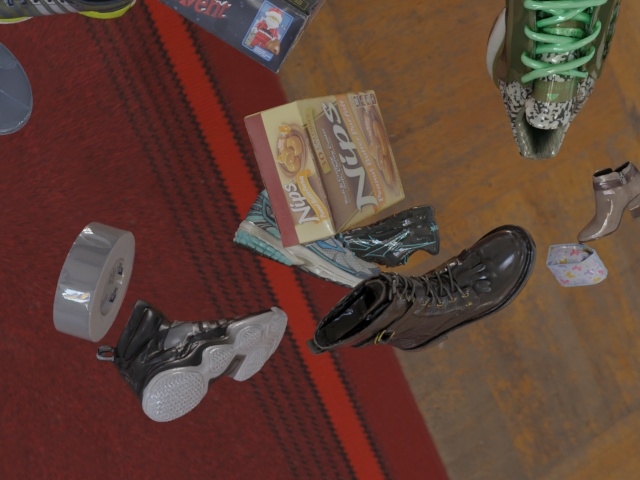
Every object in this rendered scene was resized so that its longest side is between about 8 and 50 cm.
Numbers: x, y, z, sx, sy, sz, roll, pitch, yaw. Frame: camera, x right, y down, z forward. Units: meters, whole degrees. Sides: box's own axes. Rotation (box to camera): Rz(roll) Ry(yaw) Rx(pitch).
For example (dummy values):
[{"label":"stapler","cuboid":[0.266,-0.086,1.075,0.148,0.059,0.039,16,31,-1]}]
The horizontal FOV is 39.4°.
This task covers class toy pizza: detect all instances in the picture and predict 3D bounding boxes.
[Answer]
[{"label":"toy pizza","cuboid":[-0.565,-0.261,1.471,0.201,0.032,0.201,35,41,-38]}]

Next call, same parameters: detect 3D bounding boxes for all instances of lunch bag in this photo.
[{"label":"lunch bag","cuboid":[0.433,0.039,1.502,0.071,0.083,0.053,45,54,-38]}]

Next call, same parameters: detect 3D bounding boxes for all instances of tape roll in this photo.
[{"label":"tape roll","cuboid":[-0.423,0.078,1.685,0.072,0.219,0.219,16,84,2]}]

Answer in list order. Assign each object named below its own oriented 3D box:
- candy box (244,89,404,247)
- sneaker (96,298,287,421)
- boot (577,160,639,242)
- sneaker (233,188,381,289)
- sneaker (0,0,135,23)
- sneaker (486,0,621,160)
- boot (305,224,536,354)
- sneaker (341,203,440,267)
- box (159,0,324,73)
[{"label":"candy box","cuboid":[0.018,-0.114,1.299,0.316,0.087,0.183,-28,102,-66]},{"label":"sneaker","cuboid":[-0.171,0.129,1.211,0.268,0.153,0.101,-27,143,-47]},{"label":"boot","cuboid":[0.401,-0.057,1.253,0.118,0.042,0.087,-29,114,8]},{"label":"sneaker","cuboid":[0.000,0.000,1.493,0.283,0.110,0.122,22,88,-32]},{"label":"sneaker","cuboid":[-0.430,-0.410,1.425,0.299,0.121,0.111,-11,99,-24]},{"label":"sneaker","cuboid":[0.256,-0.213,0.938,0.158,0.410,0.182,-1,70,10]},{"label":"boot","cuboid":[0.131,0.066,1.101,0.263,0.091,0.229,-42,154,19]},{"label":"sneaker","cuboid":[0.113,0.012,1.792,0.267,0.101,0.106,-18,92,23]},{"label":"box","cuboid":[-0.096,-0.213,0.556,0.233,0.044,0.159,31,38,-6]}]
